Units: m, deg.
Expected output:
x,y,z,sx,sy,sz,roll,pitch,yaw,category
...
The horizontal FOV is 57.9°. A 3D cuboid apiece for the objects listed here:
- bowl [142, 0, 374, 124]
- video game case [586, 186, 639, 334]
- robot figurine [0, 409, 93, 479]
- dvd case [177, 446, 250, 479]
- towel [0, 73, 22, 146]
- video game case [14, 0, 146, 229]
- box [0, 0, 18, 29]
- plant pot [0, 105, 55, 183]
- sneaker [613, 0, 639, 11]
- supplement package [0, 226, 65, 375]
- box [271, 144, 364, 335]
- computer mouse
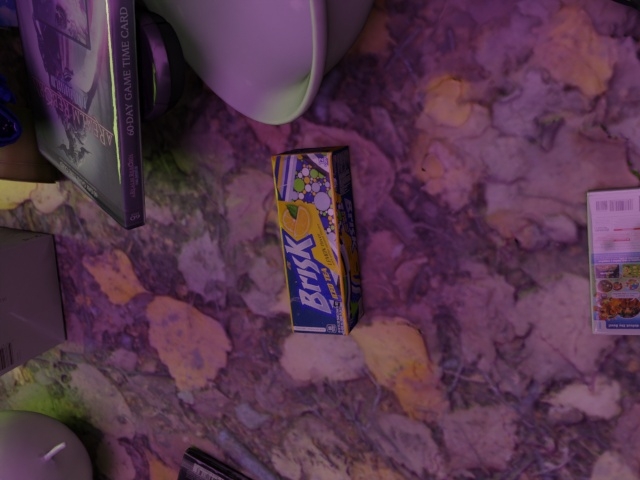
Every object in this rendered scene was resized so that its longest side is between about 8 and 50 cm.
x,y,z,sx,sy,sz,roll,pitch,yaw,category
-0.050,-0.243,0.411,0.298,0.134,0.298,45,160,22,bowl
0.261,0.017,0.460,0.087,0.011,0.122,-3,104,22,video game case
-0.403,0.362,0.727,0.299,0.200,0.354,15,113,-12,robot figurine
-0.118,0.379,0.717,0.164,0.018,0.221,23,112,13,dvd case
-0.444,-0.164,0.557,0.308,0.227,0.076,4,66,42,towel
-0.215,-0.170,0.503,0.196,0.026,0.274,33,129,35,video game case
-0.390,-0.272,0.576,0.042,0.178,0.109,31,121,52,box
-0.335,-0.106,0.637,0.083,0.083,0.079,7,96,20,plant pot
0.254,-0.187,0.352,0.320,0.127,0.126,20,120,-11,sneaker
-0.449,0.073,0.665,0.203,0.194,0.149,7,107,21,supplement package
0.000,0.000,0.538,0.059,0.054,0.169,0,104,22,box
-0.197,-0.202,0.535,0.262,0.060,0.184,10,113,46,computer mouse
